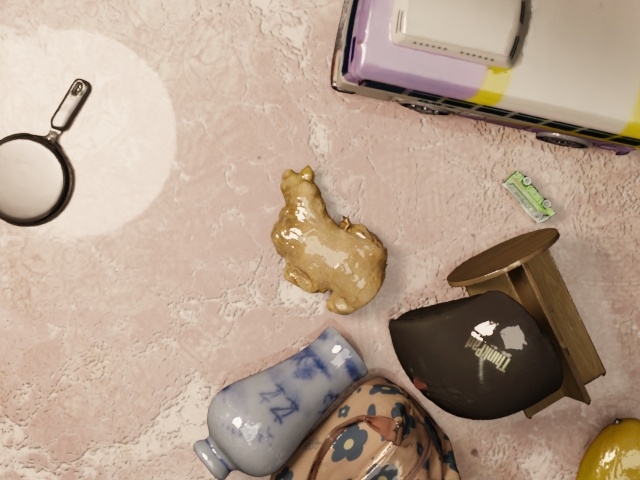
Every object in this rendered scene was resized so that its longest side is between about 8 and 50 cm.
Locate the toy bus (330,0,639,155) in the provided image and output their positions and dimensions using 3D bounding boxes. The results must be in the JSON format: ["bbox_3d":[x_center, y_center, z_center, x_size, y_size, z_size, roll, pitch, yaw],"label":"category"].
[{"bbox_3d":[0.243,-0.259,1.368,0.439,0.249,0.209,13,92,-1],"label":"toy bus"}]

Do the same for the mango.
[{"bbox_3d":[0.427,0.371,1.475,0.137,0.091,0.238,19,92,4],"label":"mango"}]

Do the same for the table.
[{"bbox_3d":[0.297,0.119,1.434,0.167,0.167,0.227,-26,97,0],"label":"table"}]

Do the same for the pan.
[{"bbox_3d":[-0.398,-0.129,1.474,0.136,0.028,0.235,30,91,-2],"label":"pan"}]

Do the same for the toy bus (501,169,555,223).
[{"bbox_3d":[0.301,-0.062,1.486,0.037,0.031,0.083,-41,92,8],"label":"toy bus"}]

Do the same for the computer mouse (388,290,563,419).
[{"bbox_3d":[0.193,0.164,1.377,0.100,0.269,0.170,-33,96,-30],"label":"computer mouse"}]

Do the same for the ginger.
[{"bbox_3d":[-0.003,0.004,1.464,0.137,0.074,0.213,-45,96,-8],"label":"ginger"}]

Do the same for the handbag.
[{"bbox_3d":[0.066,0.336,1.412,0.251,0.193,0.190,-44,97,0],"label":"handbag"}]

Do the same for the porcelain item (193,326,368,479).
[{"bbox_3d":[-0.058,0.231,1.442,0.259,0.141,0.141,-37,92,-7],"label":"porcelain item"}]
